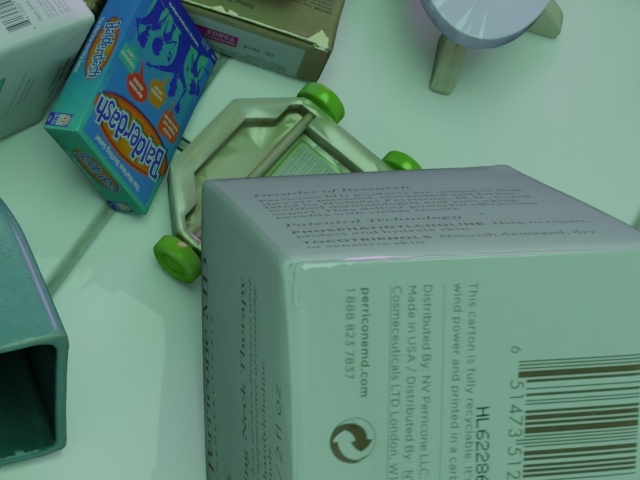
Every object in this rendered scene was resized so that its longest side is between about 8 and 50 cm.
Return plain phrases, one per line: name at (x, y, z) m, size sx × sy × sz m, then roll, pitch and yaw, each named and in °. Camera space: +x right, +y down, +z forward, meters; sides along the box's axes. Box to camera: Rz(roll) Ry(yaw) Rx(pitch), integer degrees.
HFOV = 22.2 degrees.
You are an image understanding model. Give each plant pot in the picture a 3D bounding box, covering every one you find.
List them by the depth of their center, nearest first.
plant pot at (-0.391, 0.067, 1.547) m, size 0.248 × 0.247 × 0.252 m, roll -12°, pitch 62°, yaw -16°

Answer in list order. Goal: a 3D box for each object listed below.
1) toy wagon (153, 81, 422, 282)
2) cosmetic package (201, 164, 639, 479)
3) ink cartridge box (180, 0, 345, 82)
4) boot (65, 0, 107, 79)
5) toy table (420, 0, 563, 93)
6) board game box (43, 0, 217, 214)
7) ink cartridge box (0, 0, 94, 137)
toy wagon at (0.000, 0.000, 1.746) m, size 0.344 × 0.068 × 0.267 m, roll 40°, pitch 67°, yaw 4°
cosmetic package at (0.084, 0.125, 1.481) m, size 0.327 × 0.394 × 0.329 m, roll -3°, pitch 102°, yaw -13°
ink cartridge box at (-0.083, -0.306, 1.835) m, size 0.235 × 0.088 × 0.193 m, roll 18°, pitch 66°, yaw -5°
boot at (-0.324, -0.303, 1.801) m, size 0.207 × 0.090 × 0.248 m, roll 13°, pitch 68°, yaw 6°
toy table at (0.178, -0.314, 1.856) m, size 0.252 × 0.161 × 0.274 m, roll 26°, pitch 67°, yaw -2°
board game box at (-0.195, -0.157, 1.717) m, size 0.047 × 0.160 × 0.210 m, roll 9°, pitch 63°, yaw 28°
ink cartridge box at (-0.411, -0.199, 1.627) m, size 0.270 × 0.197 × 0.198 m, roll -28°, pitch 76°, yaw -38°
